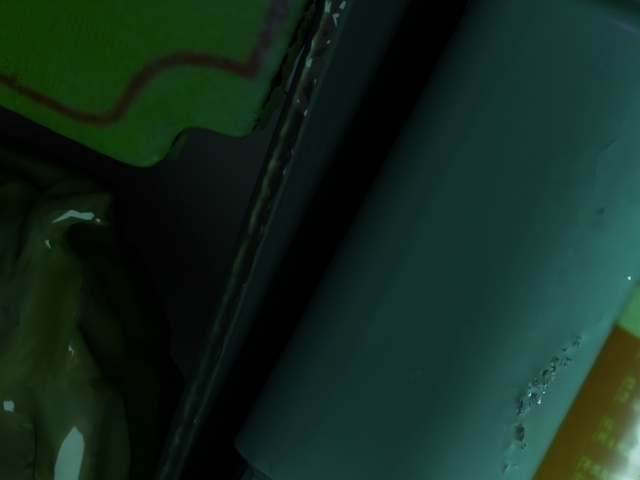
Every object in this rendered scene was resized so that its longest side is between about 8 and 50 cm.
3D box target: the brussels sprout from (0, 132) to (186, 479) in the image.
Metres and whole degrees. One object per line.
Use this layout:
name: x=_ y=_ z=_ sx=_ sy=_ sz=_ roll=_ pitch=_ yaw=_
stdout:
brussels sprout: x=-0.275 y=0.117 z=0.733 sx=0.425 sy=0.342 sz=0.361 roll=9 pitch=110 yaw=4

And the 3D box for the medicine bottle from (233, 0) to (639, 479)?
medicine bottle: x=0.084 y=0.021 z=0.636 sx=0.158 sy=0.158 sz=0.318 roll=29 pitch=89 yaw=-2

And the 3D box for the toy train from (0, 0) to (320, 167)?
toy train: x=-0.097 y=-0.175 z=0.654 sx=0.307 sy=0.173 sz=0.249 roll=25 pitch=125 yaw=0

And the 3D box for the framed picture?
framed picture: x=0.000 y=0.000 z=0.667 sx=0.013 sy=0.244 sz=0.324 roll=26 pitch=119 yaw=9
